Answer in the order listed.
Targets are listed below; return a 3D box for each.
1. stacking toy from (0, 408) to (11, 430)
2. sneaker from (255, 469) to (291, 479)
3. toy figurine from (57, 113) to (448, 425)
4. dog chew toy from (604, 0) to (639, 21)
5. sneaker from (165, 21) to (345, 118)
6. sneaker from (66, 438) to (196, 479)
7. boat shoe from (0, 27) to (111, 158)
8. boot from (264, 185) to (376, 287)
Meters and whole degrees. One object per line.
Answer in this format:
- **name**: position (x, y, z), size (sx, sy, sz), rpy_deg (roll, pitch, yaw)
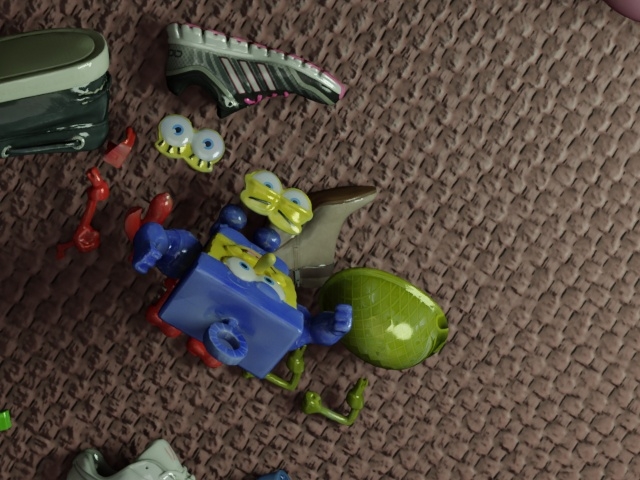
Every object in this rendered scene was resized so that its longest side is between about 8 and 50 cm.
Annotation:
- **stacking toy**: position (-0.403, 0.109, 1.362), size (0.221, 0.052, 0.167), rpy_deg (-10, 103, -10)
- **sneaker**: position (-0.056, 0.338, 1.446), size (0.090, 0.081, 0.232), rpy_deg (-7, 90, 11)
- **toy figurine**: position (-0.064, 0.076, 1.307), size (0.362, 0.217, 0.191), rpy_deg (35, 110, -13)
- **dog chew toy**: position (0.303, -0.289, 1.351), size (0.332, 0.206, 0.207), rpy_deg (35, 92, -22)
- **sneaker**: position (-0.065, -0.142, 1.372), size (0.170, 0.063, 0.075), rpy_deg (16, 96, -8)
- **sneaker**: position (-0.136, 0.244, 1.387), size (0.232, 0.090, 0.115), rpy_deg (9, 88, 10)
- **boat shoe**: position (-0.343, -0.094, 1.303), size (0.340, 0.127, 0.113), rpy_deg (-15, 125, -10)
- **boot**: position (0.000, 0.000, 1.423), size (0.118, 0.042, 0.087), rpy_deg (-11, 108, -7)
